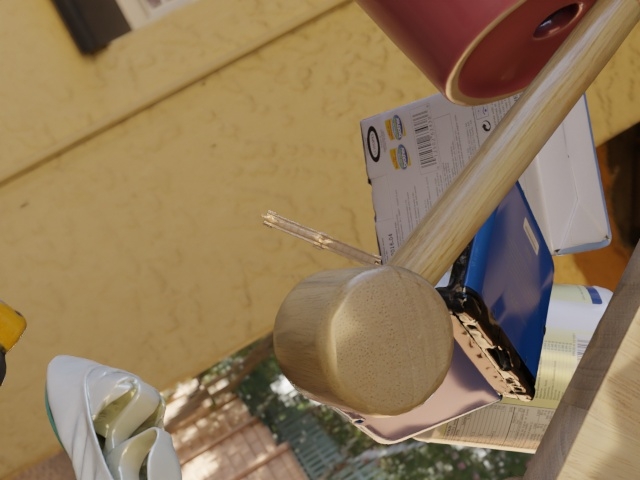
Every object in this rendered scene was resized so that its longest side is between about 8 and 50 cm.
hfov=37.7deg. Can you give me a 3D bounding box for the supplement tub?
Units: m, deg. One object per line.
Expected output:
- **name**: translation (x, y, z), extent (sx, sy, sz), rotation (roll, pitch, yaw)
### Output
- **supplement tub**: translation (0.230, 0.164, 1.268), extent (0.235, 0.324, 0.236), rotation (6, 90, -89)

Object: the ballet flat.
- **ballet flat**: translation (-0.225, 0.244, 1.090), extent (0.400, 0.139, 0.139), rotation (59, -7, 51)

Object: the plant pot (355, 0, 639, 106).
- **plant pot**: translation (0.079, -0.181, 0.492), extent (0.180, 0.201, 0.201), rotation (63, -8, 16)

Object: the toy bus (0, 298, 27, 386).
- **toy bus**: translation (-0.360, 0.157, 0.663), extent (0.130, 0.333, 0.108), rotation (41, -18, -16)

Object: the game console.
- **game console**: translation (0.121, 0.073, 0.981), extent (0.173, 0.250, 0.293), rotation (4, -23, 26)

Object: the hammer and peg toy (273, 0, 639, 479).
- **hammer and peg toy**: translation (0.183, 0.058, 0.394), extent (0.361, 0.266, 0.127), rotation (32, -8, -15)

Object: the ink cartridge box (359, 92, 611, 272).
- **ink cartridge box**: translation (0.214, -0.088, 1.421), extent (0.395, 0.151, 0.270), rotation (-13, -96, 48)

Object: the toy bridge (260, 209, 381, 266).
- **toy bridge**: translation (0.000, 0.000, 1.363), extent (0.188, 0.026, 0.063), rotation (22, -1, -3)
